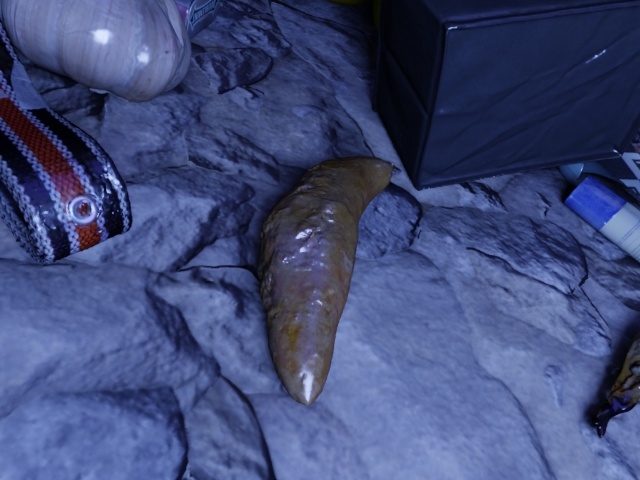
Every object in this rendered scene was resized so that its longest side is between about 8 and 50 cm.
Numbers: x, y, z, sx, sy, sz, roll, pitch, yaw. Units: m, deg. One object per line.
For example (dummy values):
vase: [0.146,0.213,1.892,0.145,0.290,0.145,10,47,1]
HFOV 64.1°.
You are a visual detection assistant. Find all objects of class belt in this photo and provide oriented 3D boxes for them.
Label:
belt: [-0.311,-0.123,0.491,0.359,0.126,0.094,48,41,17]

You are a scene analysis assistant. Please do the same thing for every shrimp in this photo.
shrimp: [0.386,0.153,0.552,0.262,0.066,0.117,-27,62,-37]

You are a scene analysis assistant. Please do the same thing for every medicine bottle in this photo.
medicine bottle: [0.467,-0.002,0.741,0.059,0.059,0.231,-26,62,-39]

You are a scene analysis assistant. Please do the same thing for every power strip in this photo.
power strip: [0.511,-0.131,0.897,0.216,0.044,0.137,10,44,-13]

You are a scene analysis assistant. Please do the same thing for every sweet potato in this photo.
sweet potato: [-0.002,-0.003,0.517,0.114,0.092,0.341,35,42,-13]

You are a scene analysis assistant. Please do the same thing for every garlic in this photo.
garlic: [-0.260,-0.264,0.603,0.228,0.152,0.227,25,19,-9]

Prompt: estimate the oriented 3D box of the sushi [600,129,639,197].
sushi: [0.542,-0.153,0.861,0.321,0.068,0.339,-13,53,-21]

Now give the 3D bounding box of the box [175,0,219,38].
box: [-0.283,-0.397,0.799,0.224,0.069,0.120,23,43,1]

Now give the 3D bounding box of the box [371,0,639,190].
box: [0.266,-0.244,0.695,0.346,0.251,0.204,-11,52,-8]

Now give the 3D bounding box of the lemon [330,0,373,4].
lemon: [0.073,-0.618,1.015,0.298,0.297,0.296,12,45,-12]

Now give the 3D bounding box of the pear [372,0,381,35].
pear: [0.233,-0.430,0.904,0.295,0.294,0.294,12,45,-12]
